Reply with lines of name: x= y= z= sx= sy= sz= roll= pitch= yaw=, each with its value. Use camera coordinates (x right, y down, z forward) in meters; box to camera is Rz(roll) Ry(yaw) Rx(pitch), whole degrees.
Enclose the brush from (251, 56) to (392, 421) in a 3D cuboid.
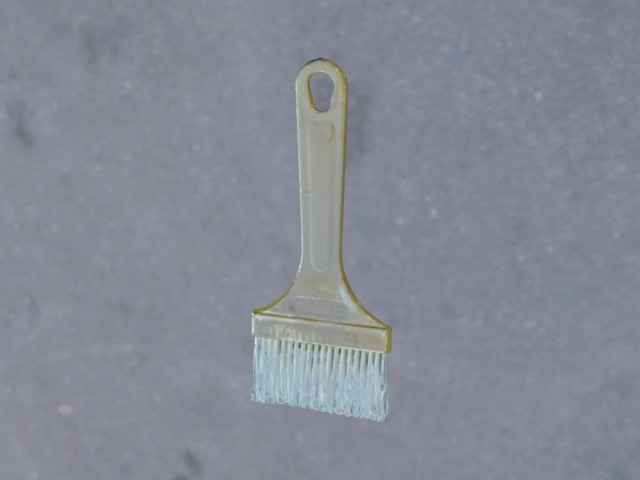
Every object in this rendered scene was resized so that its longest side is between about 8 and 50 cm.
brush: x=0.000 y=0.000 z=0.889 sx=0.083 sy=0.011 sz=0.205 roll=6 pitch=108 yaw=19
